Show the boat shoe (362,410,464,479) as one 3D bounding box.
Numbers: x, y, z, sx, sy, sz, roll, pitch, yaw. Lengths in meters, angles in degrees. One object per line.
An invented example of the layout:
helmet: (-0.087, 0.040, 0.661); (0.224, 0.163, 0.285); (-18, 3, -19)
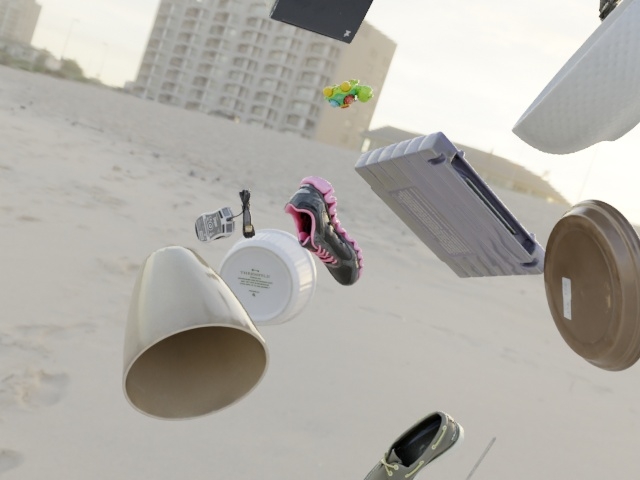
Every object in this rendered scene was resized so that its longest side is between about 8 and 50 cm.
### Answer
boat shoe: (0.197, 0.517, 1.708); (0.091, 0.305, 0.109); (47, 4, -34)

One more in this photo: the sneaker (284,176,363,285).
sneaker: (0.000, 0.000, 0.705); (0.047, 0.119, 0.057); (-10, 25, 40)

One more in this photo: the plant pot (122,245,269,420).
plant pot: (-0.255, 0.145, 1.345); (0.256, 0.256, 0.274); (16, 33, -36)

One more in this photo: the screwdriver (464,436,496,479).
screwdriver: (0.190, 0.308, 0.935); (0.024, 0.170, 0.025); (37, 43, 22)

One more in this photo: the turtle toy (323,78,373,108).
turtle toy: (0.071, -0.377, 1.859); (0.130, 0.066, 0.095); (-11, 13, 21)

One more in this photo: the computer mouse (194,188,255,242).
computer mouse: (-0.209, -0.043, 1.597); (0.193, 0.106, 0.042); (-15, -5, 44)

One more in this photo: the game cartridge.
game cartridge: (0.250, -0.056, 1.388); (0.355, 0.068, 0.230); (44, -22, -24)

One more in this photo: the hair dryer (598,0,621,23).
hair dryer: (0.577, -0.541, 1.456); (0.080, 0.293, 0.223); (-14, 16, -3)

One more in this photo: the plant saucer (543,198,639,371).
plant saucer: (0.431, 0.073, 1.157); (0.041, 0.277, 0.278); (-7, 9, -10)

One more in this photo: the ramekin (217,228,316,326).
ramekin: (-0.155, 0.109, 1.950); (0.273, 0.272, 0.127); (20, 12, 12)

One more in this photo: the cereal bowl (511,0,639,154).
cereal bowl: (0.474, -0.264, 1.166); (0.141, 0.339, 0.339); (41, 5, 2)

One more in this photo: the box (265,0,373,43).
box: (-0.012, -0.442, 1.204); (0.153, 0.108, 0.207); (10, 42, -27)
